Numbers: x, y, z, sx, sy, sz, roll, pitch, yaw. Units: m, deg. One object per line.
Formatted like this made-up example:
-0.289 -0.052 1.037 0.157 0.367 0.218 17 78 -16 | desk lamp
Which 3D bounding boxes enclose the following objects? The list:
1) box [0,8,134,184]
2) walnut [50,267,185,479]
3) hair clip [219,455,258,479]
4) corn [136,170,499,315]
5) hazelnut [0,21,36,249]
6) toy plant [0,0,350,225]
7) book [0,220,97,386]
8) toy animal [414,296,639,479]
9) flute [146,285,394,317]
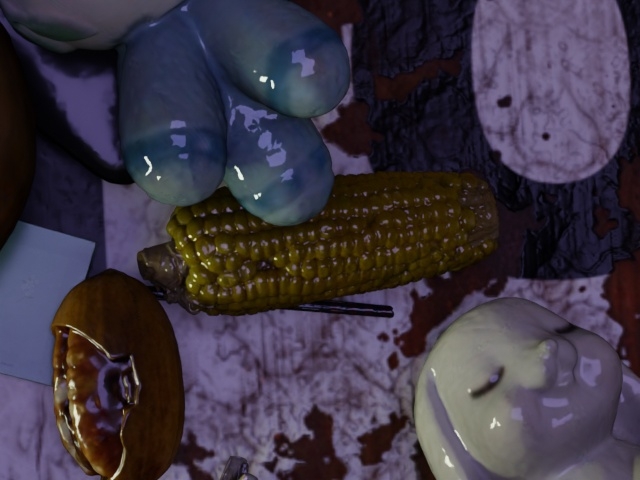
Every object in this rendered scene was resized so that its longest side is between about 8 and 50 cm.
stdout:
-0.192 -0.234 1.403 0.289 0.073 0.290 37 81 -4 | box
-0.174 0.127 1.357 0.116 0.116 0.207 -9 89 -9 | walnut
-0.116 0.287 1.384 0.062 0.056 0.214 27 90 -21 | hair clip
0.000 0.000 1.390 0.322 0.119 0.119 -6 86 -14 | corn
-0.396 -0.078 1.242 0.366 0.366 0.366 1 85 -8 | hazelnut
-0.099 -0.155 1.272 0.247 0.247 0.332 -38 101 -9 | toy plant
-0.264 0.053 1.396 0.103 0.017 0.135 15 84 -9 | book
0.193 0.178 1.372 0.271 0.206 0.265 -32 81 -24 | toy animal
-0.066 0.054 1.426 0.269 0.014 0.014 5 85 -8 | flute
